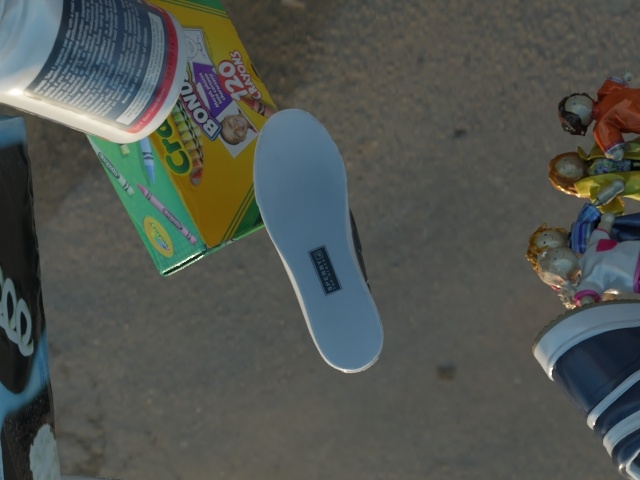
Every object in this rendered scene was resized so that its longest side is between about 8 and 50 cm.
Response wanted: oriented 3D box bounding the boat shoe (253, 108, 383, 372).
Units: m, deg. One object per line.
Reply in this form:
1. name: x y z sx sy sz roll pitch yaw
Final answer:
1. boat shoe: 0.000 0.000 1.238 0.080 0.076 0.228 -21 93 -3

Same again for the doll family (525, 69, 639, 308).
1. doll family: 0.268 -0.025 1.299 0.163 0.263 0.118 -4 144 25

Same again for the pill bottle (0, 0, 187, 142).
1. pill bottle: -0.193 -0.141 1.019 0.108 0.108 0.180 -37 145 30

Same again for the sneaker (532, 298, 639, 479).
1. sneaker: 0.323 0.120 1.198 0.282 0.153 0.099 -6 139 -29

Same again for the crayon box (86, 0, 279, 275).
1. crayon box: -0.137 -0.125 1.370 0.081 0.165 0.278 -28 90 45

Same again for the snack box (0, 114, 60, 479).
1. snack box: -0.191 0.118 0.535 0.187 0.060 0.321 -1 102 10

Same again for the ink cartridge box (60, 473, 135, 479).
1. ink cartridge box: -0.213 0.289 0.933 0.165 0.065 0.332 16 118 -50
